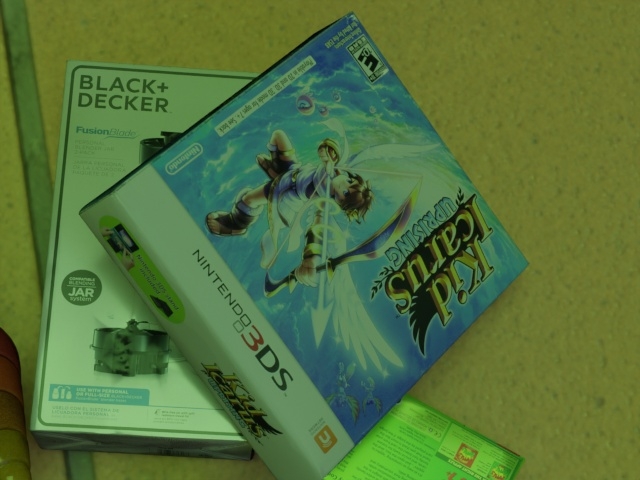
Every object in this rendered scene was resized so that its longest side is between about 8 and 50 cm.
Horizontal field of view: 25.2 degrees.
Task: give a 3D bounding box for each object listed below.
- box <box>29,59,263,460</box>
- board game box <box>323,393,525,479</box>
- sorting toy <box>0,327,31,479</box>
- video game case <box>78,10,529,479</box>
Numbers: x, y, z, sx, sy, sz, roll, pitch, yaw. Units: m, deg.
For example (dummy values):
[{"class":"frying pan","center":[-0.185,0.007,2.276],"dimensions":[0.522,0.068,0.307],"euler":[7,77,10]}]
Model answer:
[{"class":"box","center":[-0.123,0.014,1.088],"dimensions":[0.169,0.087,0.290],"euler":[5,72,-3]},{"class":"board game box","center":[0.053,0.164,1.091],"dimensions":[0.181,0.043,0.092],"euler":[29,74,5]},{"class":"sorting toy","center":[-0.334,0.191,0.938],"dimensions":[0.365,0.127,0.126],"euler":[-30,47,-24]},{"class":"video game case","center":[0.000,0.000,1.043],"dimensions":[0.269,0.061,0.244],"euler":[-42,102,-35]}]
